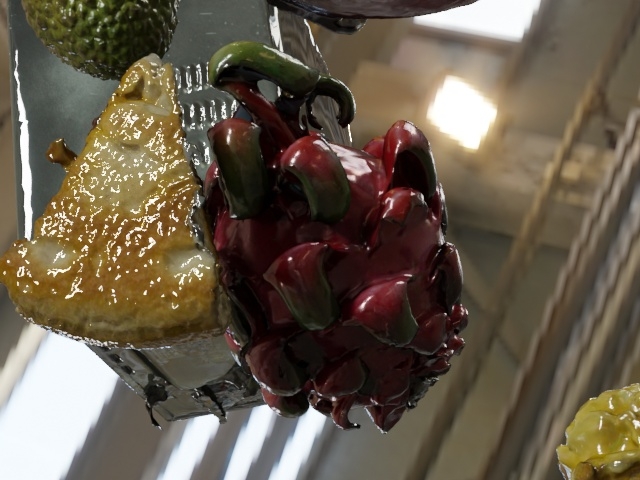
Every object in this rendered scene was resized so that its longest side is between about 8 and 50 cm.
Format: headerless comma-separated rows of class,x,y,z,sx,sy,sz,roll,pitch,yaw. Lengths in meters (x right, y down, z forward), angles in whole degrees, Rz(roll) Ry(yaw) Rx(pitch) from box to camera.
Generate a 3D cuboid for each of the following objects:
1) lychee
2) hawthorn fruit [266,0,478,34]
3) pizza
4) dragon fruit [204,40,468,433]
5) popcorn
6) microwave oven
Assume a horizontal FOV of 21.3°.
lychee,-0.159,-0.178,1.230,0.114,0.146,0.114,-19,-28,-10
hawthorn fruit,0.050,-0.189,0.651,0.189,0.251,0.189,-23,-90,-90
pizza,-0.117,-0.025,1.076,0.069,0.154,0.194,49,-133,-63
dragon fruit,0.008,0.006,1.174,0.218,0.198,0.273,-52,-25,-21
popcorn,0.124,0.093,0.621,0.057,0.082,0.083,-47,10,34
microwave oven,-0.106,-0.039,1.594,0.432,0.236,0.374,60,-158,-66
